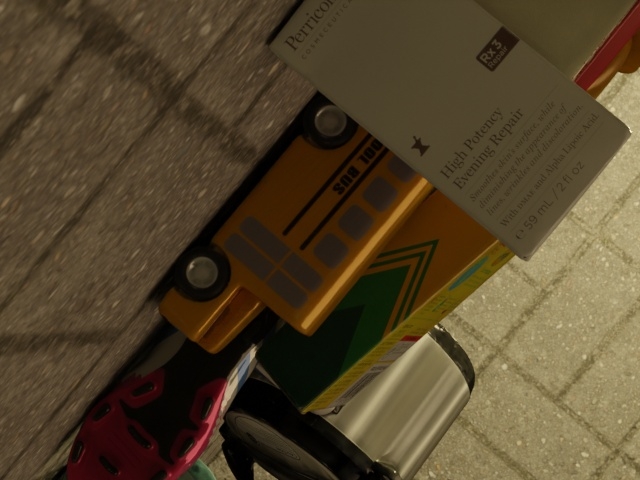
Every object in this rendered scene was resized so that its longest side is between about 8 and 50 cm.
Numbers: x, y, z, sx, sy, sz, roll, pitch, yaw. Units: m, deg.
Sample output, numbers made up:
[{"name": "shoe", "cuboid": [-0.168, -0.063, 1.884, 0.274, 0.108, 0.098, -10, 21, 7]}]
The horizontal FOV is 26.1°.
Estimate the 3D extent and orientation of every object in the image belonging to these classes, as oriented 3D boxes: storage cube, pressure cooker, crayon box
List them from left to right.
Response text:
[{"name": "pressure cooker", "cuboid": [0.033, 0.312, 2.479, 0.420, 0.375, 0.370, -51, 180, -19]}, {"name": "crayon box", "cuboid": [0.096, 0.041, 1.403, 0.318, 0.081, 0.202, -41, 168, 7]}, {"name": "storage cube", "cuboid": [0.138, -0.182, 1.086, 0.215, 0.184, 0.193, -51, 173, 12]}]

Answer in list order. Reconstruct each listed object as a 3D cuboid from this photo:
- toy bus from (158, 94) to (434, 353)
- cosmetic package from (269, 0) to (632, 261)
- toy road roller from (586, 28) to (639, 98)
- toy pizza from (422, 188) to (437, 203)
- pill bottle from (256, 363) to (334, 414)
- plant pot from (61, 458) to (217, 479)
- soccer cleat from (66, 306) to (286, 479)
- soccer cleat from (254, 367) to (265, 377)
[{"name": "toy bus", "cuboid": [0.001, -0.027, 1.271, 0.332, 0.130, 0.108, -50, 174, -2]}, {"name": "cosmetic package", "cuboid": [0.089, -0.103, 0.954, 0.117, 0.231, 0.085, -52, 175, 7]}, {"name": "toy road roller", "cuboid": [0.307, -0.225, 1.431, 0.202, 0.330, 0.240, 84, 24, -83]}, {"name": "toy pizza", "cuboid": [0.042, -0.058, 1.409, 0.201, 0.032, 0.201, -18, 124, -29]}, {"name": "pill bottle", "cuboid": [0.038, 0.097, 2.122, 0.323, 0.181, 0.181, -49, 174, -10]}, {"name": "plant pot", "cuboid": [-0.220, 0.372, 1.583, 0.271, 0.272, 0.255, -44, 157, -50]}, {"name": "soccer cleat", "cuboid": [-0.128, 0.141, 1.426, 0.331, 0.116, 0.143, -51, 174, 3]}, {"name": "soccer cleat", "cuboid": [-0.026, 0.106, 2.306, 0.289, 0.093, 0.121, -53, -154, -21]}]
